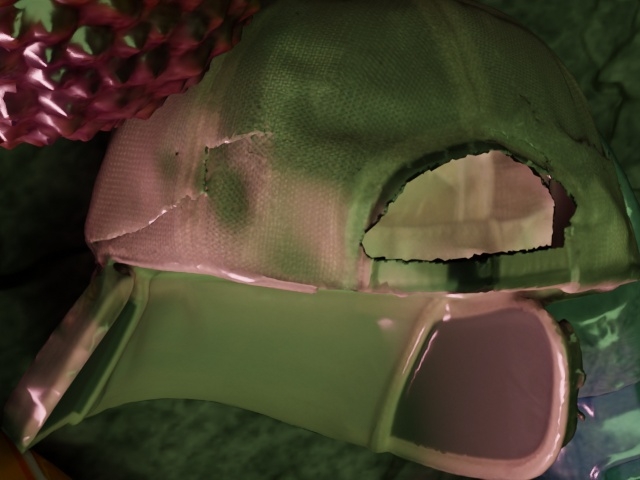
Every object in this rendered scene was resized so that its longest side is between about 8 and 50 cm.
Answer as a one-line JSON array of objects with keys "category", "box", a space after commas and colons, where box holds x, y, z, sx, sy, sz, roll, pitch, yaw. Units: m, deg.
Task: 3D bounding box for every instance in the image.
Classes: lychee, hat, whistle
[{"category": "lychee", "box": [-0.098, -0.118, 0.592, 0.188, 0.188, 0.188, -9, 126, -13]}, {"category": "hat", "box": [-0.003, 0.007, 0.749, 0.232, 0.161, 0.275, 9, 144, -18]}, {"category": "whistle", "box": [0.126, 0.056, 0.864, 0.180, 0.093, 0.269, -16, 121, 2]}]

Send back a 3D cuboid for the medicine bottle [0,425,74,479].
[{"category": "medicine bottle", "box": [-0.139, 0.176, 0.805, 0.158, 0.158, 0.318, -39, 127, 9]}]
